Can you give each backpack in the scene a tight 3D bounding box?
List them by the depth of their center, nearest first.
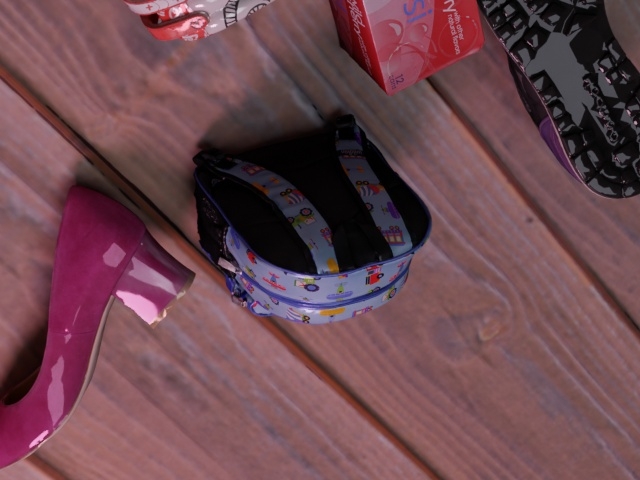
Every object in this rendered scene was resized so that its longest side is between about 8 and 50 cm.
[{"bbox_3d":[0.000,0.000,1.401,0.158,0.173,0.117,-15,128,-21],"label":"backpack"}]

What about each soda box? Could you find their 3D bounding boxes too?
[{"bbox_3d":[0.041,-0.238,1.317,0.092,0.083,0.263,-27,131,-11],"label":"soda box"}]

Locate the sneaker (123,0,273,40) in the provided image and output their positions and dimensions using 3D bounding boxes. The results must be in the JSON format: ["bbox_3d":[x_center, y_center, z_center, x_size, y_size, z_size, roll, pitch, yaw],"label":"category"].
[{"bbox_3d":[-0.139,-0.193,1.241,0.270,0.090,0.145,-18,126,-22],"label":"sneaker"}]

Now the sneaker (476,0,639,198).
[{"bbox_3d":[0.169,-0.167,1.438,0.107,0.124,0.283,-25,106,-8],"label":"sneaker"}]

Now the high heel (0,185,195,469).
[{"bbox_3d":[-0.213,0.071,1.411,0.117,0.082,0.244,40,112,-14],"label":"high heel"}]
